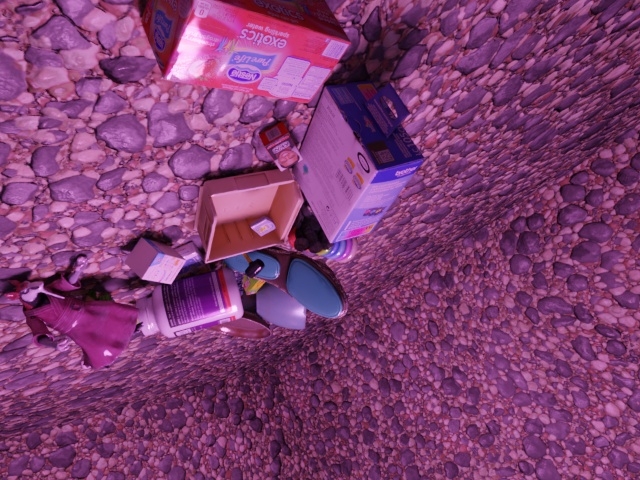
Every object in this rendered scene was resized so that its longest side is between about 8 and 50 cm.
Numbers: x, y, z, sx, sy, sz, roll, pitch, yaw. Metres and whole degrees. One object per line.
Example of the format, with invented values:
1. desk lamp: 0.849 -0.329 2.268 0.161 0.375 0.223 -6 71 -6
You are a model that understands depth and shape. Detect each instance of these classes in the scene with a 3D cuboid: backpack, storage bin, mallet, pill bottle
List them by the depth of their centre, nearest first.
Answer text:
1. storage bin: -0.214 -0.077 1.316 0.262 0.123 0.260 -14 156 -27
2. mallet: -0.255 0.038 1.435 0.062 0.190 0.039 -51 163 21
3. pill bottle: -0.431 0.211 1.506 0.322 0.182 0.181 -14 156 -13
4. backpack: -0.309 0.296 2.050 0.165 0.145 0.188 -33 152 30

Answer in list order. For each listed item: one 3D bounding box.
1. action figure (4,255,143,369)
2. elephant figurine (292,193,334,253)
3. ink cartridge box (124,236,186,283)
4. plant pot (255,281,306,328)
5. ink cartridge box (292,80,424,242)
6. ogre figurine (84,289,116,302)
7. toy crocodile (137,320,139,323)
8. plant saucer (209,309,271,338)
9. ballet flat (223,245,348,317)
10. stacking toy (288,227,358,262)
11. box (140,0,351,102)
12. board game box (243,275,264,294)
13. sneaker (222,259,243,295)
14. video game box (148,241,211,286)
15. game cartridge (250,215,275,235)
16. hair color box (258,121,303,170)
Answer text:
1. action figure: -0.720 0.207 1.308 0.275 0.248 0.370 -14 137 43
2. elephant figurine: -0.025 -0.093 1.486 0.185 0.240 0.169 3 -158 29
3. ink cartridge box: -0.480 0.063 1.338 0.092 0.090 0.143 -56 155 2
4. plant pot: -0.177 0.236 1.920 0.195 0.290 0.290 -2 154 -9
5. ink cartridge box: 0.087 -0.209 1.152 0.151 0.270 0.395 -18 158 -26
6. ogre figurine: -0.738 0.231 1.466 0.197 0.097 0.118 -39 147 0
7. toy crocodile: -0.507 0.213 1.641 0.340 0.115 0.105 -22 148 0
8. plant saucer: -0.358 0.352 1.938 0.310 0.050 0.311 9 152 5
9. ballet flat: -0.094 0.092 1.488 0.182 0.482 0.164 -29 136 -59
10. stacking toy: 0.000 0.000 1.764 0.141 0.141 0.330 -39 149 29
11. box: -0.120 -0.351 0.762 0.299 0.142 0.154 -6 151 -41
12. board game box: -0.256 0.131 1.790 0.043 0.092 0.181 -9 153 -40
13. sneaker: -0.322 0.146 1.708 0.111 0.121 0.300 -11 154 -36
14. video game box: -0.480 0.094 1.510 0.187 0.048 0.205 -21 158 -6
15. game cartridge: -0.159 -0.041 1.274 0.056 0.017 0.083 -32 158 3
16. hair color box: -0.101 -0.241 1.174 0.072 0.043 0.141 -29 159 4
